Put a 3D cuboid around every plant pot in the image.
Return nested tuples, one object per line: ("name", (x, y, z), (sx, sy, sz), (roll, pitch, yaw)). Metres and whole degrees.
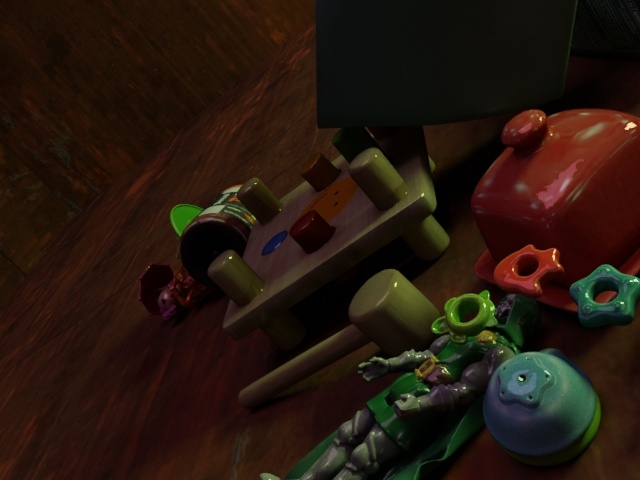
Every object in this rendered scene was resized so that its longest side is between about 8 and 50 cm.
("plant pot", (0.123, -0.212, 0.722), (0.234, 0.166, 0.165), (3, 29, 8))

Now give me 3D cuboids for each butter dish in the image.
("butter dish", (0.177, -0.045, 0.535), (0.160, 0.118, 0.160), (-45, 20, -8))

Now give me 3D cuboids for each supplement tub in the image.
("supplement tub", (-0.117, -0.016, 1.013), (0.106, 0.106, 0.198), (-34, 12, 21))

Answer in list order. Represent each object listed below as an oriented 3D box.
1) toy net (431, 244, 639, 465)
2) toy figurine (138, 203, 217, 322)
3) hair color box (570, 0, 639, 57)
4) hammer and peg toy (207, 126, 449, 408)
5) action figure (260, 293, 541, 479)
("toy net", (0.188, 0.033, 0.438), (0.232, 0.045, 0.122), (-32, 39, 8))
("toy figurine", (-0.205, 0.060, 1.086), (0.159, 0.130, 0.173), (-49, 41, 21))
("hair color box", (0.326, -0.297, 0.793), (0.174, 0.105, 0.347), (-41, 19, 2))
("hammer and peg toy", (0.000, 0.000, 0.753), (0.266, 0.127, 0.361), (-34, 22, 21))
("action figure", (0.063, 0.117, 0.509), (0.232, 0.063, 0.137), (-40, 17, -3))
